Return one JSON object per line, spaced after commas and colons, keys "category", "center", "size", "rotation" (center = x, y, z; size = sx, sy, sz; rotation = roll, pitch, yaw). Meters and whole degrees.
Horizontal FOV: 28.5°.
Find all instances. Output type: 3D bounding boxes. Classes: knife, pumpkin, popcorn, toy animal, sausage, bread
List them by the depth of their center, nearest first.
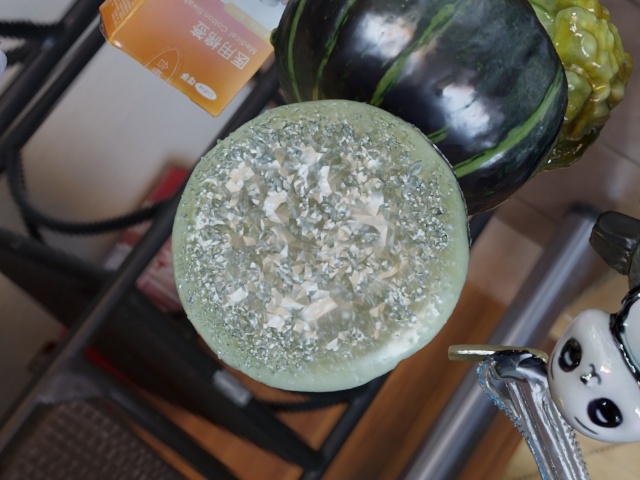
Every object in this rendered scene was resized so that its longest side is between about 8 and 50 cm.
{"category": "bread", "center": [0.000, 0.000, 1.086], "size": [0.267, 0.267, 0.040], "rotation": [33, 174, 9]}
{"category": "toy animal", "center": [0.325, 0.139, 1.292], "size": [0.138, 0.179, 0.166], "rotation": [36, -149, -62]}
{"category": "pumpkin", "center": [0.100, -0.170, 1.328], "size": [0.323, 0.241, 0.323], "rotation": [40, 167, 12]}
{"category": "knife", "center": [0.297, 0.286, 1.590], "size": [0.089, 0.043, 0.365], "rotation": [-18, 108, 22]}
{"category": "sausage", "center": [0.233, 0.149, 1.653], "size": [0.132, 0.024, 0.024], "rotation": [0, 148, 22]}
{"category": "popcorn", "center": [0.254, -0.218, 1.707], "size": [0.274, 0.279, 0.335], "rotation": [4, 172, -42]}

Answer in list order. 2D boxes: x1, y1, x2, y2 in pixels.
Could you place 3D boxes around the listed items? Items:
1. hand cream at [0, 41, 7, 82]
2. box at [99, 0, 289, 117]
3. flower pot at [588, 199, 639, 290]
{"category": "hand cream", "center": [-0.476, -0.227, 1.772], "size": [0.084, 0.142, 0.053], "rotation": [-25, 135, 31]}
{"category": "box", "center": [-0.152, -0.388, 1.934], "size": [0.225, 0.341, 0.143], "rotation": [35, -162, -29]}
{"category": "flower pot", "center": [0.517, -0.023, 1.560], "size": [0.283, 0.299, 0.299], "rotation": [32, 162, 27]}
